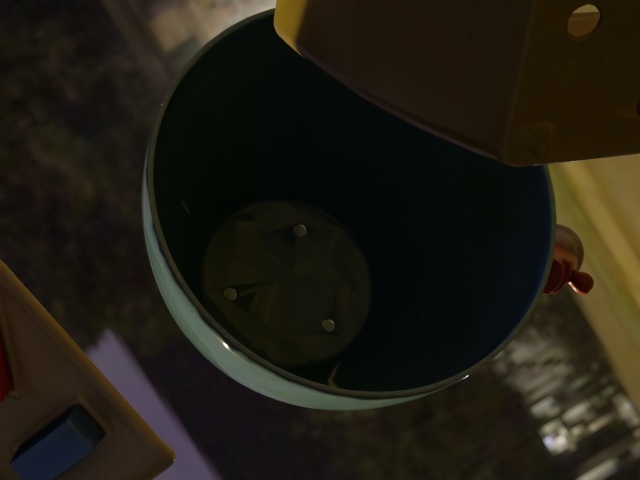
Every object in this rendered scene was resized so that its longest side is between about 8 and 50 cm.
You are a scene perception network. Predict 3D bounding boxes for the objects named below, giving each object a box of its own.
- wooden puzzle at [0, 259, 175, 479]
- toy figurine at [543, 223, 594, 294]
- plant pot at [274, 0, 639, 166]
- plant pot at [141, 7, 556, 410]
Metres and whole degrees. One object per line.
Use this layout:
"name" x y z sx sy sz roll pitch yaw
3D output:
"wooden puzzle" -0.393 0.228 2.066 0.348 0.322 0.080 48 -163 -15
"toy figurine" 0.268 -0.060 1.744 0.148 0.213 0.209 -26 -81 -73
"plant pot" 0.119 -0.148 0.832 0.187 0.212 0.212 -123 33 -49
"plant pot" 0.000 0.000 1.310 0.290 0.290 0.195 58 156 10
